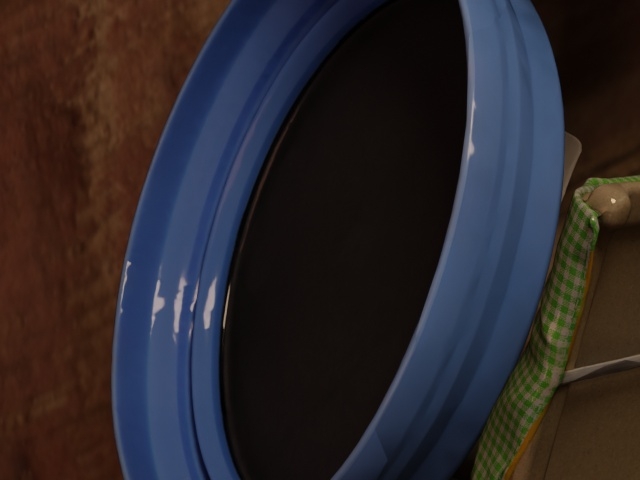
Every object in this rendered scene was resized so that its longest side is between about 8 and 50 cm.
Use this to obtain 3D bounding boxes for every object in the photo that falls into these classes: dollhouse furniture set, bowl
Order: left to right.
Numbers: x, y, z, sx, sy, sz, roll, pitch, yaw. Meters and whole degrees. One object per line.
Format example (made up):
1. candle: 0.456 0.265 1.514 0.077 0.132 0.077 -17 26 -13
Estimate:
1. bowl: 0.000 0.000 1.052 0.391 0.077 0.391 -38 43 47
2. dollhouse furniture set: 0.147 0.038 0.920 0.151 0.302 0.197 27 111 39

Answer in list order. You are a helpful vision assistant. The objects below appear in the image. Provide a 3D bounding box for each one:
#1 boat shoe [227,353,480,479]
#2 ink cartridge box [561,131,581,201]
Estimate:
1. boat shoe: 0.039 0.132 1.167 0.335 0.112 0.095 9 92 42
2. ink cartridge box: 0.063 -0.054 1.173 0.198 0.067 0.115 34 113 41
